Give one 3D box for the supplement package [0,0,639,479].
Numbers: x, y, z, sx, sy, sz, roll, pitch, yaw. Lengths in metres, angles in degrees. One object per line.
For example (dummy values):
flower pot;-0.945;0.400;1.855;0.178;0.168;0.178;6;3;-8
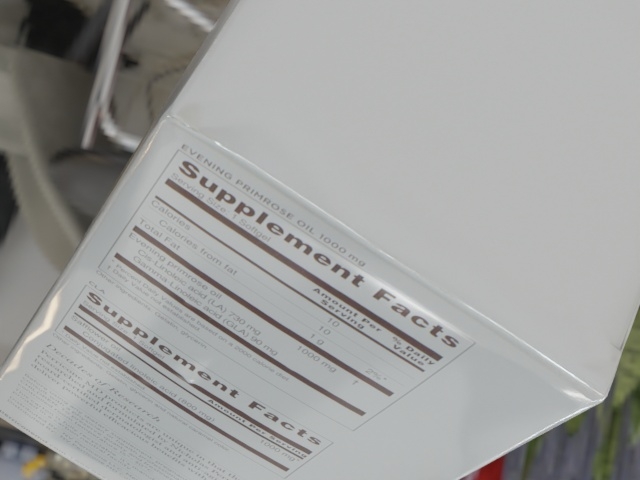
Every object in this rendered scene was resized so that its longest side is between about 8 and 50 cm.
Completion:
supplement package;0.000;0.000;0.514;0.134;0.139;0.244;33;148;-7
